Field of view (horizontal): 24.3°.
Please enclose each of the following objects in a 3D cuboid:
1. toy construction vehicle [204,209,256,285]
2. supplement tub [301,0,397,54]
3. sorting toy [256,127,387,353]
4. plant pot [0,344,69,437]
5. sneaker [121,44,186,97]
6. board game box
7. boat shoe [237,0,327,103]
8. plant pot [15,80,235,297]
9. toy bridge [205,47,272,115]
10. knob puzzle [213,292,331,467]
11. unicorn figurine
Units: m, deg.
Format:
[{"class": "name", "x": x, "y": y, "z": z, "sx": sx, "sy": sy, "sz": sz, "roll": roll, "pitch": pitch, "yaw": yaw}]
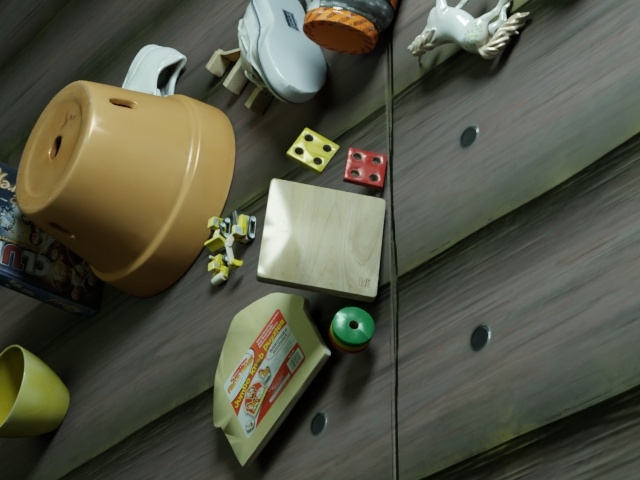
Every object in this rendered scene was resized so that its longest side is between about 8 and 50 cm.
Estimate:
[{"class": "toy construction vehicle", "x": -0.123, "y": 0.002, "z": 1.911, "sx": 0.086, "sy": 0.035, "sz": 0.098, "roll": -27, "pitch": 48, "yaw": 45}, {"class": "supplement tub", "x": 0.045, "y": -0.331, "z": 1.817, "sx": 0.117, "sy": 0.117, "sz": 0.190, "roll": -7, "pitch": 63, "yaw": 54}, {"class": "sorting toy", "x": 0.000, "y": 0.000, "z": 1.660, "sx": 0.046, "sy": 0.132, "sz": 0.274, "roll": 108, "pitch": 171, "yaw": -56}, {"class": "plant pot", "x": -0.416, "y": 0.228, "z": 2.127, "sx": 0.134, "sy": 0.095, "sz": 0.134, "roll": -35, "pitch": 42, "yaw": 39}, {"class": "sneaker", "x": -0.266, "y": -0.194, "z": 2.223, "sx": 0.094, "sy": 0.080, "sz": 0.212, "roll": 15, "pitch": 80, "yaw": 46}, {"class": "board game box", "x": -0.418, "y": -0.005, "z": 2.149, "sx": 0.042, "sy": 0.243, "sz": 0.165, "roll": -23, "pitch": 52, "yaw": 46}, {"class": "boat shoe", "x": -0.063, "y": -0.242, "z": 1.937, "sx": 0.088, "sy": 0.096, "sz": 0.267, "roll": -53, "pitch": 33, "yaw": 26}, {"class": "plant pot", "x": -0.284, "y": -0.089, "z": 2.050, "sx": 0.291, "sy": 0.203, "sz": 0.290, "roll": -35, "pitch": 43, "yaw": 40}, {"class": "toy bridge", "x": -0.107, "y": -0.234, "z": 2.058, "sx": 0.063, "sy": 0.026, "sz": 0.188, "roll": -56, "pitch": 33, "yaw": 9}, {"class": "knob puzzle", "x": -0.062, "y": 0.145, "z": 1.731, "sx": 0.213, "sy": 0.030, "sz": 0.213, "roll": -34, "pitch": 44, "yaw": 40}, {"class": "unicorn figurine", "x": 0.154, "y": -0.242, "z": 1.652, "sx": 0.111, "sy": 0.060, "sz": 0.162, "roll": -61, "pitch": 32, "yaw": 5}]
